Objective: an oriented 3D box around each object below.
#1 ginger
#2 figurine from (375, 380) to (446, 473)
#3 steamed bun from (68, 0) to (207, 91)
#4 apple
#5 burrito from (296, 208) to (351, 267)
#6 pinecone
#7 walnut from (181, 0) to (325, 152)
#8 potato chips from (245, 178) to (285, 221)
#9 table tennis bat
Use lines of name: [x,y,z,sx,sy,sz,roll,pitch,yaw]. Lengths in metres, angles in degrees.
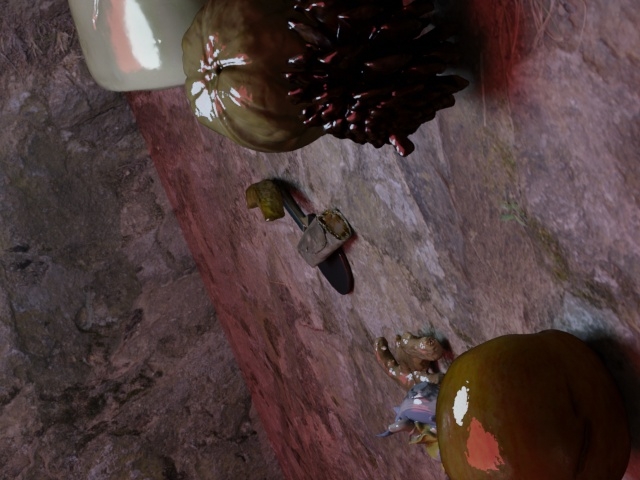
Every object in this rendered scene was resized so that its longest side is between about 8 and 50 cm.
ginger: [0.190,0.236,1.954,0.149,0.065,0.258,52,157,-1]
figurine: [0.213,0.344,1.882,0.208,0.128,0.183,-6,113,33]
steamed bun: [-0.407,-0.516,2.241,0.456,0.290,0.371,30,141,62]
apple: [0.278,0.234,1.362,0.264,0.264,0.264,55,161,29]
burrito: [0.000,0.000,2.129,0.087,0.060,0.226,63,156,11]
pinecone: [0.059,-0.254,1.328,0.244,0.244,0.309,164,98,-73]
walnut: [-0.064,-0.272,1.548,0.253,0.277,0.282,61,148,9]
potato chips: [-0.129,-0.098,2.339,0.407,0.057,0.080,-147,50,-78]
table tennis bat: [-0.013,-0.002,2.269,0.301,0.022,0.173,53,159,31]
